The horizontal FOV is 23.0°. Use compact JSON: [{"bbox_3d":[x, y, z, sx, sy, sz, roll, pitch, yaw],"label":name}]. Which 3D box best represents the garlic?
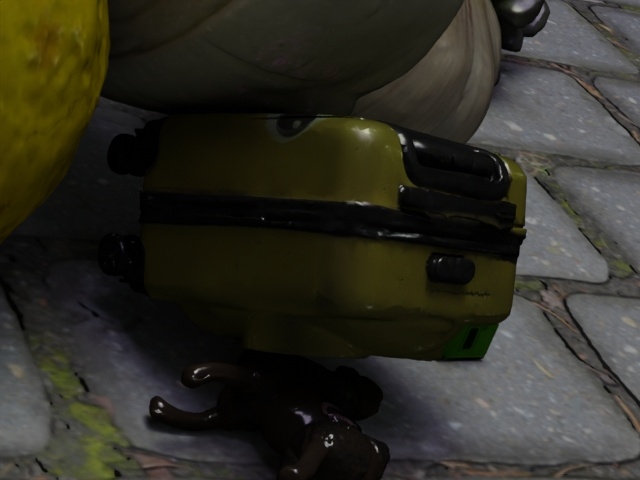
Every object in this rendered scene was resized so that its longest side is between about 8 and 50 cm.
[{"bbox_3d":[0.015,-0.194,1.311,0.322,0.241,0.322,23,13,-6],"label":"garlic"}]

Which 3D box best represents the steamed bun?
[{"bbox_3d":[-0.068,-0.190,1.027,0.383,0.236,0.247,-4,-1,42],"label":"steamed bun"}]

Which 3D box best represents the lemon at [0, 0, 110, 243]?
[{"bbox_3d":[-0.293,-0.113,0.845,0.350,0.349,0.387,21,31,-3],"label":"lemon"}]

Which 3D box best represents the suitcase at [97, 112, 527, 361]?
[{"bbox_3d":[0.000,0.000,0.999,0.235,0.143,0.194,5,-3,42],"label":"suitcase"}]

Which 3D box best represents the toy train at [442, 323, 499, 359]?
[{"bbox_3d":[0.062,0.010,1.191,0.044,0.042,0.209,3,34,-34],"label":"toy train"}]

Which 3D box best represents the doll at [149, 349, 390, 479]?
[{"bbox_3d":[-0.012,0.109,0.952,0.165,0.057,0.139,-3,34,-47],"label":"doll"}]

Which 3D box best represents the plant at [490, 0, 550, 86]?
[{"bbox_3d":[0.112,-0.289,1.600,0.276,0.188,0.199,30,29,15],"label":"plant"}]
